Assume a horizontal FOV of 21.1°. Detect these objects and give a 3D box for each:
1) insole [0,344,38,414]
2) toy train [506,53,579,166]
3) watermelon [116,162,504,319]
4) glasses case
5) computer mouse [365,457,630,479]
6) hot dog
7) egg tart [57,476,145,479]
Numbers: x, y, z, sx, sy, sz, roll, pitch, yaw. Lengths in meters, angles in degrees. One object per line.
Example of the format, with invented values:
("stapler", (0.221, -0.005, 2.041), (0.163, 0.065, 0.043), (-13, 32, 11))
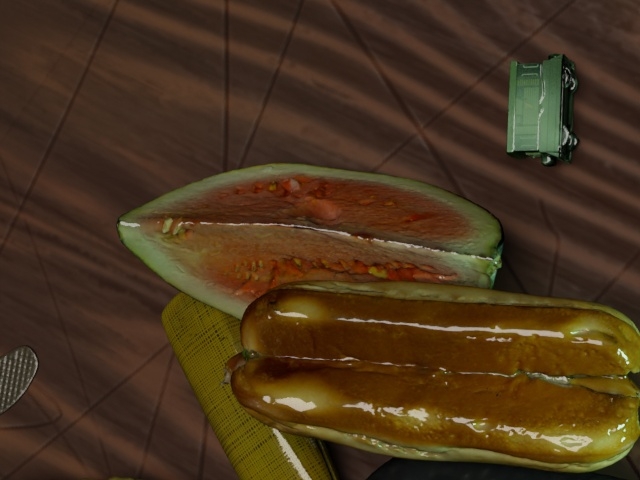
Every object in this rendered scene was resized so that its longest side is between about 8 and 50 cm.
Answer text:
("insole", (-0.307, 0.146, 1.566), (0.135, 0.002, 0.045), (-41, 71, 12))
("toy train", (0.180, -0.106, 1.396), (0.056, 0.038, 0.093), (0, 83, 23))
("watermelon", (0.001, 0.022, 1.400), (0.303, 0.159, 0.128), (6, 110, 11))
("glasses case", (-0.056, 0.138, 1.438), (0.079, 0.064, 0.234), (-35, 73, 17))
("computer mouse", (0.162, 0.257, 1.304), (0.323, 0.116, 0.183), (10, 61, 24))
("hot dog", (0.081, 0.100, 1.314), (0.337, 0.100, 0.135), (3, 84, 19))
("egg tart", (-0.244, 0.343, 1.378), (0.388, 0.388, 0.169), (-7, 123, 20))
